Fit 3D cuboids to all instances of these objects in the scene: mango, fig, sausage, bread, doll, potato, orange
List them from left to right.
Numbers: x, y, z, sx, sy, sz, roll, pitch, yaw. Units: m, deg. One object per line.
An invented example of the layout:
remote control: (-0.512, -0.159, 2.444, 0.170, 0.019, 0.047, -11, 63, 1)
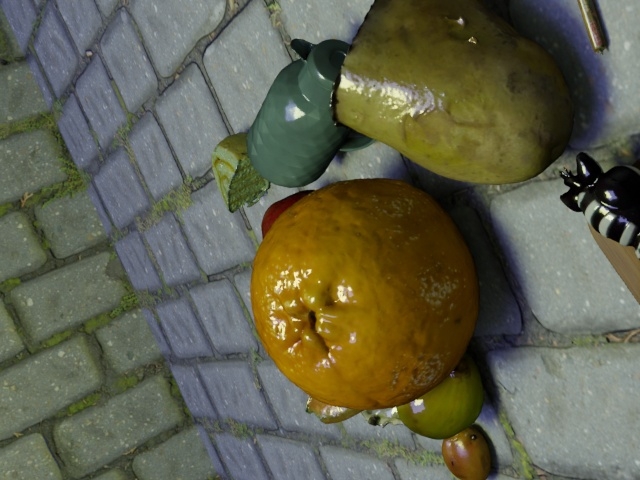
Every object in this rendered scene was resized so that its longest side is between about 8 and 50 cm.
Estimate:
bread: (-0.165, -0.143, 1.846, 0.110, 0.103, 0.156, 46, 143, 25)
orange: (0.055, 0.080, 1.349, 0.341, 0.293, 0.340, 10, 108, 35)
fig: (0.186, 0.235, 1.479, 0.121, 0.136, 0.153, -127, 42, -73)
potato: (0.165, -0.170, 1.091, 0.266, 0.229, 0.229, 28, 143, 15)
mango: (0.244, 0.357, 1.563, 0.080, 0.060, 0.114, 18, 129, 37)
sausage: (0.278, -0.241, 0.987, 0.015, 0.015, 0.100, -1, 111, 63)
doll: (0.338, -0.012, 0.990, 0.219, 0.067, 0.091, 46, 160, 27)

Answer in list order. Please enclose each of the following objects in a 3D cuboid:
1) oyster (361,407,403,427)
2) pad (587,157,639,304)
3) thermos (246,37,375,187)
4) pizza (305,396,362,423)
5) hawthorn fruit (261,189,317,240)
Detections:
oyster: (0.106, 0.218, 1.675, 0.354, 0.107, 0.201, 51, 121, 39)
pad: (0.415, 0.028, 0.974, 0.286, 0.018, 0.284, 59, 155, 14)
thermos: (-0.002, -0.191, 1.452, 0.182, 0.145, 0.286, 32, 153, -5)
pizza: (0.061, 0.169, 1.599, 0.289, 0.081, 0.229, -56, 47, 17)
hawthorn fruit: (0.000, 0.000, 1.595, 0.202, 0.185, 0.185, -9, 106, 47)
